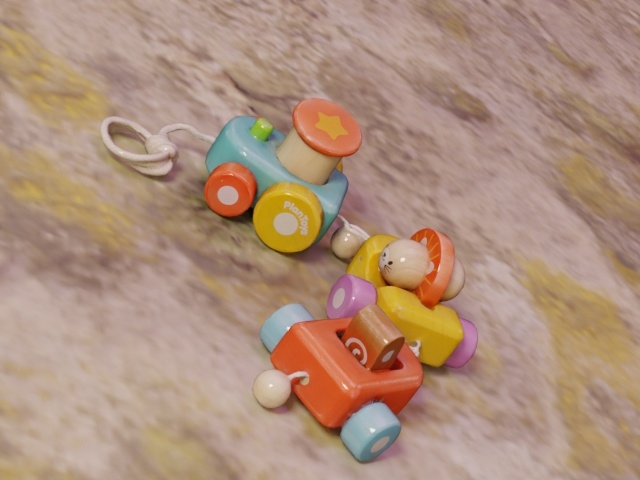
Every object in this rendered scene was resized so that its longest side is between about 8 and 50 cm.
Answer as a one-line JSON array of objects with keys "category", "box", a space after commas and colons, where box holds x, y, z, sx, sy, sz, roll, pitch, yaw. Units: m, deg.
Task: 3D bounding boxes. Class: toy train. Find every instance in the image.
[{"category": "toy train", "box": [0.000, 0.000, 0.683, 0.125, 0.046, 0.166, 3, 42, -50]}]
